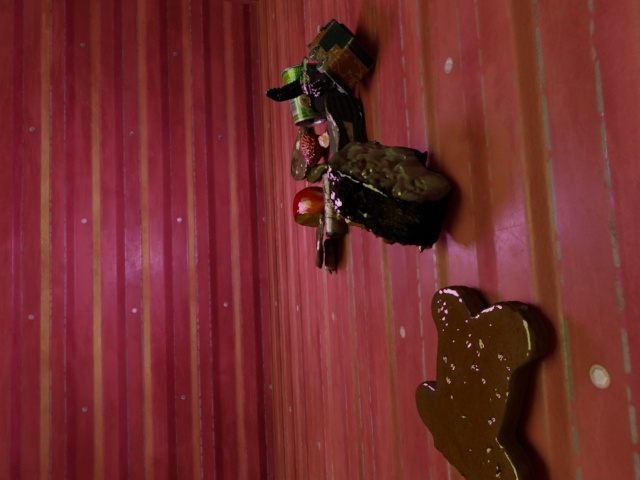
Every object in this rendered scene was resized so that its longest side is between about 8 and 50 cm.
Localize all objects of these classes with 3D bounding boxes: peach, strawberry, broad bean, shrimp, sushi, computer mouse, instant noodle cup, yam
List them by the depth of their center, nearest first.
[{"bbox_3d":[0.180,-0.126,1.146,0.348,0.234,0.208,35,143,35],"label":"sushi"},{"bbox_3d":[0.039,-0.590,1.769,0.269,0.100,0.170,-124,35,-50],"label":"computer mouse"},{"bbox_3d":[0.056,-0.139,1.774,0.093,0.093,0.260,167,101,-73],"label":"yam"},{"bbox_3d":[0.029,-0.445,1.898,0.077,0.050,0.083,45,149,33],"label":"peach"},{"bbox_3d":[0.028,0.071,1.959,0.166,0.049,0.161,164,106,-74],"label":"shrimp"},{"bbox_3d":[-0.061,-0.640,1.965,0.207,0.206,0.233,180,82,-73],"label":"instant noodle cup"},{"bbox_3d":[-0.042,-0.164,1.983,0.267,0.153,0.159,140,128,-70],"label":"peach"},{"bbox_3d":[-0.040,-0.412,1.992,0.148,0.131,0.131,-66,23,10],"label":"strawberry"},{"bbox_3d":[-0.005,-0.305,2.018,0.318,0.055,0.098,-158,68,-70],"label":"broad bean"}]

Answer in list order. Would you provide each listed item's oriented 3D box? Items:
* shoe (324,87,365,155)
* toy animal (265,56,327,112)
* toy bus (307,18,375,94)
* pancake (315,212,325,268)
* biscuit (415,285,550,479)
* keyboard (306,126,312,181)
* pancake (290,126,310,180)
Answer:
[{"bbox_3d":[0.086,-0.386,1.624,0.171,0.132,0.337,112,150,-72],"label":"shoe"},{"bbox_3d":[-0.033,-0.577,1.667,0.272,0.197,0.160,12,78,42],"label":"toy animal"},{"bbox_3d":[0.066,-0.650,1.545,0.167,0.138,0.275,-44,38,18],"label":"toy bus"},{"bbox_3d":[-0.001,0.000,1.866,0.222,0.042,0.237,99,174,-71],"label":"pancake"},{"bbox_3d":[0.330,0.303,0.943,0.368,0.076,0.395,-164,77,-73],"label":"biscuit"},{"bbox_3d":[-0.056,-0.434,2.242,0.106,0.016,0.263,165,104,-72],"label":"keyboard"},{"bbox_3d":[-0.098,-0.437,2.266,0.294,0.049,0.295,-179,90,-70],"label":"pancake"}]
